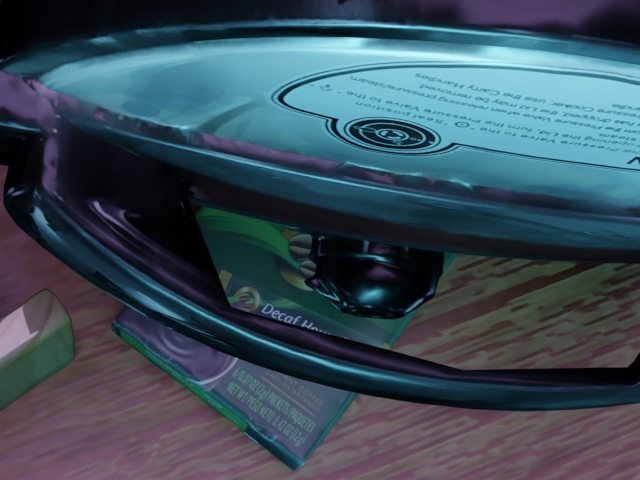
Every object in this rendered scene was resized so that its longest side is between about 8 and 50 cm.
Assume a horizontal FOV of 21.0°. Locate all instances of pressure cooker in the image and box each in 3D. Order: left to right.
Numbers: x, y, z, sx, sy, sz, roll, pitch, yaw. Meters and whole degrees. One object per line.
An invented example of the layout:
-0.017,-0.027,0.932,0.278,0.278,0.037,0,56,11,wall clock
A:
0.065,-0.148,0.637,0.370,0.375,0.420,1,80,31,pressure cooker

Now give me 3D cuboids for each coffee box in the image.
0.000,0.000,0.806,0.113,0.040,0.184,38,76,1,coffee box

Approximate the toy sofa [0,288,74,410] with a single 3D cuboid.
-0.273,-0.044,0.723,0.177,0.150,0.362,-35,86,-13,toy sofa
